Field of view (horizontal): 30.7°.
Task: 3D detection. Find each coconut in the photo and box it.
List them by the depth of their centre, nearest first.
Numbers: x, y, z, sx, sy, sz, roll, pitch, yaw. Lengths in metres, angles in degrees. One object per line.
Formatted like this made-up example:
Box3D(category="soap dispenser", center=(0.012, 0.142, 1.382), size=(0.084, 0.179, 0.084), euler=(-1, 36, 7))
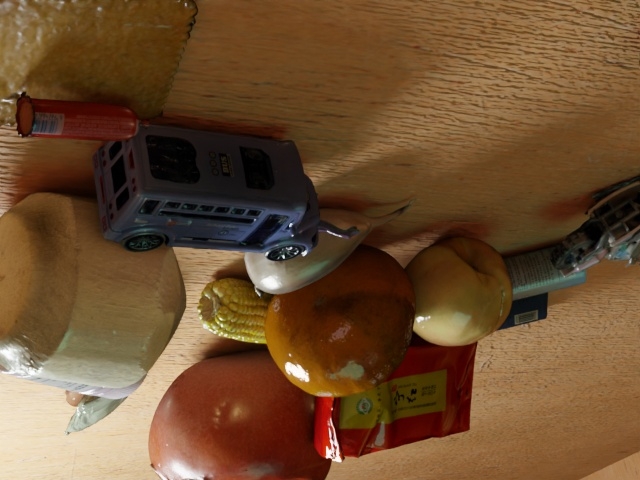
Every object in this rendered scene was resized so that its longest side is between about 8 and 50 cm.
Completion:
Box3D(category="coconut", center=(-0.287, 0.063, 1.454), size=(0.265, 0.237, 0.237), euler=(18, 141, -40))

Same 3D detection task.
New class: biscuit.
Box3D(category="biscuit", center=(-0.255, -0.183, 1.198), size=(0.232, 0.013, 0.237), euler=(-4, 153, -21))

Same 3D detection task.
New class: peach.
Box3D(category="peach", center=(0.207, 0.083, 1.822), size=(0.184, 0.184, 0.184), euler=(-11, 156, -5))

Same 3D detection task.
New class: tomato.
Box3D(category="tomato", center=(-0.141, 0.330, 2.073), size=(0.341, 0.273, 0.341), euler=(1, 159, 0))

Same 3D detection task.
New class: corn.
Box3D(category="corn", center=(-0.087, 0.117, 1.838), size=(0.093, 0.093, 0.244), euler=(-32, 150, 35))

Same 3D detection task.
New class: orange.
Box3D(category="orange", center=(0.035, 0.121, 1.734), size=(0.240, 0.240, 0.171), euler=(-22, 135, 18))

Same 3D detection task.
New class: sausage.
Box3D(category="sausage", center=(-0.250, -0.130, 1.248), size=(0.145, 0.050, 0.048), euler=(-1, 135, -36))
Box3D(category="sausage", center=(-0.408, 0.246, 2.016), size=(0.043, 0.043, 0.186), euler=(0, 152, -28))

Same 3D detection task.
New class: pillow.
Box3D(category="pillow", center=(-0.366, 0.265, 2.012), size=(0.148, 0.050, 0.230), euler=(-32, 169, -29))

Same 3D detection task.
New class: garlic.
Box3D(category="garlic", center=(0.004, 0.000, 1.644), size=(0.266, 0.148, 0.129), euler=(-17, 120, 18))

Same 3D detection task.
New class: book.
Box3D(category="book", center=(0.291, 0.139, 2.170), size=(0.269, 0.025, 0.191), euler=(-15, 155, 4))

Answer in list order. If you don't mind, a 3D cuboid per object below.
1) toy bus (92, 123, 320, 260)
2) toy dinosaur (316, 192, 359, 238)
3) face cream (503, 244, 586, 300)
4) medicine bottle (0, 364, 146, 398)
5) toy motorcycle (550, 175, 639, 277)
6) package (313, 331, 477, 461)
Box3D(category="toy bus", center=(-0.116, -0.061, 1.399), size=(0.292, 0.126, 0.133), euler=(5, 152, -34))
Box3D(category="toy dinosaur", center=(-0.043, -0.037, 1.540), size=(0.197, 0.080, 0.045), euler=(9, 161, 8))
Box3D(category="face cream", center=(0.327, 0.063, 1.962), size=(0.229, 0.075, 0.075), euler=(-13, 156, 0))
Box3D(category="medicine bottle", center=(-0.371, 0.154, 1.724), size=(0.133, 0.133, 0.249), euler=(-24, 155, 21))
Box3D(category="toy motorcycle", center=(0.481, -0.007, 1.848), size=(0.239, 0.108, 0.204), euler=(-19, 155, 12))
Box3D(category="package", center=(0.124, 0.255, 2.003), size=(0.123, 0.196, 0.423), euler=(8, -172, 40))
